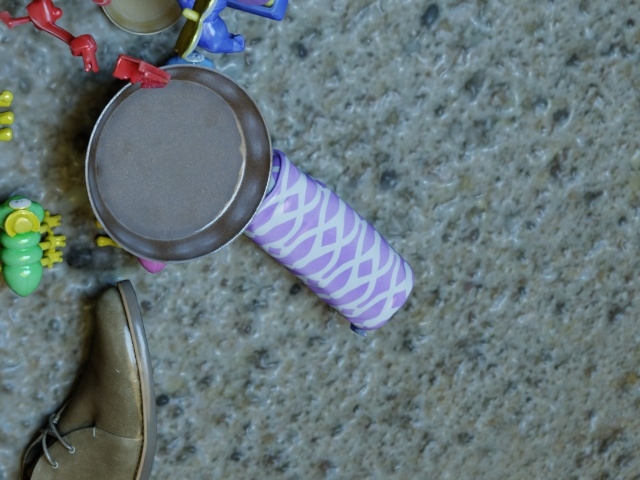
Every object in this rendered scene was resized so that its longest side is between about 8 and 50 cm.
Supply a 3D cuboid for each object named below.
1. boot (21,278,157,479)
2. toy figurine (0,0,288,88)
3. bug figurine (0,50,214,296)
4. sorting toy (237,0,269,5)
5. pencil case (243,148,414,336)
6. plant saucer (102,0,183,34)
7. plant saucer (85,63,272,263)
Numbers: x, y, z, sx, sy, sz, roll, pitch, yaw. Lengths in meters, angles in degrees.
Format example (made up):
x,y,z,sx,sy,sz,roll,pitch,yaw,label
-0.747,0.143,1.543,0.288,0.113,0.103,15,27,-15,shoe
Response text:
x,y,z,sx,sy,sz,roll,pitch,yaw,label
-0.210,0.180,1.233,0.115,0.112,0.305,1,112,-14,boot
-0.084,-0.286,1.110,0.217,0.191,0.362,19,87,-64,toy figurine
-0.201,-0.064,1.154,0.279,0.072,0.216,-10,114,-22,bug figurine
-0.156,-0.288,0.978,0.126,0.365,0.127,-56,159,-24,sorting toy
0.000,0.000,1.264,0.086,0.088,0.206,-46,122,2,pencil case
-0.149,-0.217,1.150,0.083,0.015,0.083,-9,114,-22,plant saucer
-0.121,-0.065,1.137,0.168,0.029,0.168,-8,107,-28,plant saucer
